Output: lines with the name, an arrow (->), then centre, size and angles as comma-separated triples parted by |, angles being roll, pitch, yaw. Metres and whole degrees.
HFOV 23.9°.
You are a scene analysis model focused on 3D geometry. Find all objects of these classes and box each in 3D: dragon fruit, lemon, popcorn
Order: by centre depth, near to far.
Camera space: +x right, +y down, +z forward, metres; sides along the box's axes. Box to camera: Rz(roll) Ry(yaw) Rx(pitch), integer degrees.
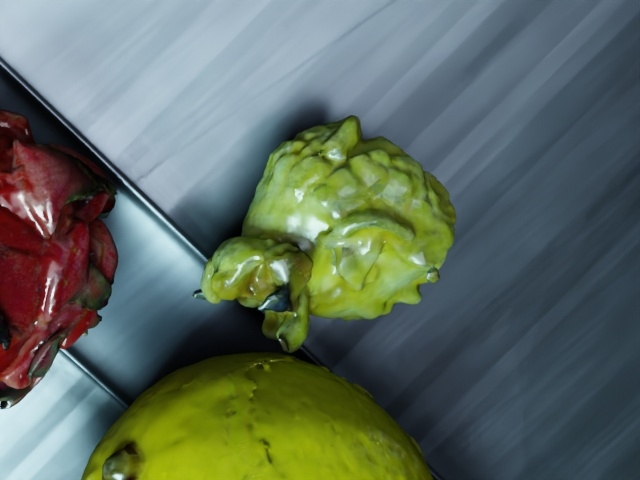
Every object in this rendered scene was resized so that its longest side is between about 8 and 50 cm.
dragon fruit -> -0.265, 0.002, 1.081 | 0.233, 0.293, 0.234 | -2, 76, 7
lemon -> -0.043, 0.230, 1.182 | 0.297, 0.297, 0.297 | -3, 104, -13
popcorn -> 0.006, 0.005, 1.215 | 0.195, 0.173, 0.168 | -50, 131, -8
